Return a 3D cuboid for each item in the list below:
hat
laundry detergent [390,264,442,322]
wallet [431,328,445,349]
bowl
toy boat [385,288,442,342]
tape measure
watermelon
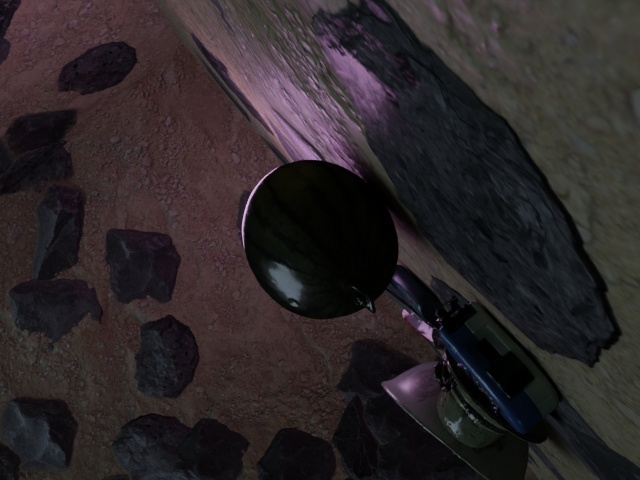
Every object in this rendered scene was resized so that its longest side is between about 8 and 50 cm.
[{"bbox_3d":[0.317,0.344,1.028,0.257,0.130,0.257,32,-162,-12],"label":"hat"},{"bbox_3d":[0.236,0.127,1.325,0.096,0.061,0.206,42,-175,-38],"label":"laundry detergent"},{"bbox_3d":[0.341,0.263,1.249,0.119,0.025,0.232,13,165,20],"label":"wallet"},{"bbox_3d":[0.386,0.437,1.301,0.434,0.196,0.435,39,177,3],"label":"bowl"},{"bbox_3d":[0.250,0.202,1.444,0.318,0.072,0.219,35,176,-2],"label":"toy boat"},{"bbox_3d":[0.322,0.246,0.919,0.215,0.098,0.351,51,-177,34],"label":"tape measure"},{"bbox_3d":[0.000,0.000,0.940,0.279,0.278,0.359,51,-179,-37],"label":"watermelon"}]
